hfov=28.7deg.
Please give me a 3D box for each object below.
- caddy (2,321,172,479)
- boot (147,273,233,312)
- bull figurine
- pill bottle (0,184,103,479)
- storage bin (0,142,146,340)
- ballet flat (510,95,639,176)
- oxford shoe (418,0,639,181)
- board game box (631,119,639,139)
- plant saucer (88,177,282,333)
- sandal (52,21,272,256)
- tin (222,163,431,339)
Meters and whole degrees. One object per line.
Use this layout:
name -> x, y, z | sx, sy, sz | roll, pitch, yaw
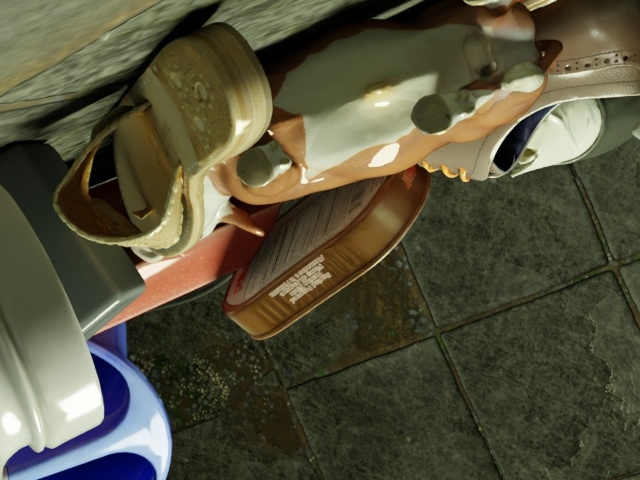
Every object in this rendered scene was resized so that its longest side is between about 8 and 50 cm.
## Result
caddy -> -0.294, 0.162, 1.071 | 0.341, 0.241, 0.179 | -11, -152, 4
boot -> -0.235, 0.038, 1.257 | 0.348, 0.131, 0.260 | -24, -179, 8
bull figurine -> 0.001, -0.076, 0.776 | 0.310, 0.101, 0.188 | -24, 179, 7
pill bottle -> -0.264, 0.091, 0.522 | 0.323, 0.182, 0.181 | -25, -179, -22
storage bin -> -0.167, 0.012, 0.724 | 0.091, 0.135, 0.098 | -34, 179, 10
ballet flat -> 0.145, -0.097, 1.051 | 0.280, 0.095, 0.096 | -1, -155, 1
oxford shoe -> 0.070, -0.092, 0.921 | 0.363, 0.133, 0.130 | -23, -178, 33
board game box -> 0.359, -0.174, 0.901 | 0.303, 0.097, 0.224 | -54, 173, 16
plant saucer -> -0.189, 0.020, 0.957 | 0.258, 0.048, 0.259 | -24, -159, -26
sandal -> -0.103, -0.037, 0.657 | 0.079, 0.088, 0.240 | -28, 174, -27
tin -> 0.000, 0.000, 0.898 | 0.189, 0.040, 0.106 | -37, -161, 32
